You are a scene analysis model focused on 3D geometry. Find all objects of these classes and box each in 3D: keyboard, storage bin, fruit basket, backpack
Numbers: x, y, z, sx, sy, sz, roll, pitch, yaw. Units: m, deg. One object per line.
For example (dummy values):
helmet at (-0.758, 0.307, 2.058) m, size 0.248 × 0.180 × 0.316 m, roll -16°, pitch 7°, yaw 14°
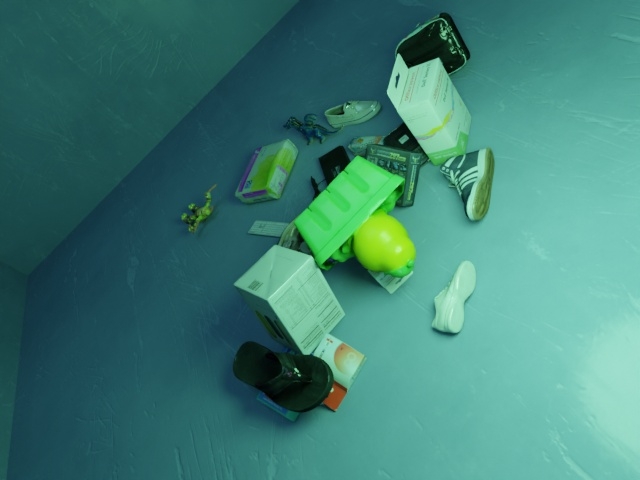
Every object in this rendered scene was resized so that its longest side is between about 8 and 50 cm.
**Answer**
keyboard at (0.043, -0.257, 2.111) m, size 0.201 × 0.033 × 0.317 m, roll -29°, pitch 40°, yaw 12°
storage bin at (0.323, -0.341, 1.879) m, size 0.122 × 0.084 × 0.180 m, roll -38°, pitch 40°, yaw 11°
fruit basket at (0.148, -0.029, 1.596) m, size 0.391 × 0.283 × 0.393 m, roll -1°, pitch 84°, yaw 7°
backpack at (0.429, -0.737, 2.016) m, size 0.253 × 0.225 × 0.191 m, roll -25°, pitch 21°, yaw 33°
keyboard at (-0.214, -0.050, 2.185) m, size 0.255 × 0.014 × 0.072 m, roll 7°, pitch 62°, yaw 45°

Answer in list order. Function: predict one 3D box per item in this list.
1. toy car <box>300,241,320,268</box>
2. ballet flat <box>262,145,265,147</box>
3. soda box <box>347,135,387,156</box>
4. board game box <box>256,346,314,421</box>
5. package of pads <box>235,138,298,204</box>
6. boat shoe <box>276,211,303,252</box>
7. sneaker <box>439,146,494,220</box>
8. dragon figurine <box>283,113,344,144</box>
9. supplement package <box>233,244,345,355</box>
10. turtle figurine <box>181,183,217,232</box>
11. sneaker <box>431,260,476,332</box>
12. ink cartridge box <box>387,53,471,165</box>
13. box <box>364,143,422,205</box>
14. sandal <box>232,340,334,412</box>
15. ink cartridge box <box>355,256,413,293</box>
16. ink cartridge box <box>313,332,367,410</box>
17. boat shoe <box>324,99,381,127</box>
toy car at (0.000, 0.000, 1.859) m, size 0.136 × 0.159 × 0.182 m, roll -13°, pitch 38°, yaw -12°
ballet flat at (-0.306, -0.392, 2.528) m, size 0.049 × 0.057 × 0.173 m, roll 7°, pitch 64°, yaw 34°
soda box at (0.199, -0.371, 2.037) m, size 0.183 × 0.063 × 0.058 m, roll 9°, pitch 63°, yaw 47°
board game box at (-0.092, 0.437, 1.623) m, size 0.160 × 0.047 × 0.210 m, roll 10°, pitch 66°, yaw 47°
package of pads at (-0.243, -0.316, 2.371) m, size 0.229 × 0.101 × 0.297 m, roll -7°, pitch 54°, yaw 40°
boat shoe at (-0.115, 0.032, 1.967) m, size 0.098 × 0.109 × 0.302 m, roll 31°, pitch 77°, yaw 11°
sneaker at (0.443, -0.168, 1.602) m, size 0.153 × 0.099 × 0.282 m, roll -5°, pitch 48°, yaw 35°
dragon figurine at (-0.040, -0.508, 2.313) m, size 0.289 × 0.144 × 0.085 m, roll 6°, pitch 62°, yaw 45°
supplement package at (-0.095, 0.188, 1.634) m, size 0.198 × 0.263 × 0.199 m, roll -44°, pitch 34°, yaw -24°
turtle figurine at (-0.594, -0.148, 2.566) m, size 0.217 × 0.087 × 0.270 m, roll -1°, pitch 66°, yaw 52°
sneaker at (0.361, 0.151, 1.433) m, size 0.094 × 0.080 × 0.212 m, roll -6°, pitch 54°, yaw 54°
ink cartridge box at (0.368, -0.444, 1.707) m, size 0.119 × 0.353 × 0.207 m, roll -8°, pitch 53°, yaw 39°
box at (0.242, -0.234, 1.808) m, size 0.232 × 0.059 × 0.184 m, roll 25°, pitch 114°, yaw 50°
sandal at (-0.145, 0.404, 1.562) m, size 0.445 × 0.107 × 0.168 m, roll 0°, pitch 67°, yaw 46°
ink cartridge box at (0.202, 0.076, 1.650) m, size 0.104 × 0.060 × 0.180 m, roll -44°, pitch 38°, yaw 2°
ink cartridge box at (0.031, 0.384, 1.523) m, size 0.145 × 0.045 × 0.179 m, roll 26°, pitch 73°, yaw 30°
boat shoe at (0.135, -0.567, 2.245) m, size 0.267 × 0.088 × 0.096 m, roll -3°, pitch 56°, yaw 42°
